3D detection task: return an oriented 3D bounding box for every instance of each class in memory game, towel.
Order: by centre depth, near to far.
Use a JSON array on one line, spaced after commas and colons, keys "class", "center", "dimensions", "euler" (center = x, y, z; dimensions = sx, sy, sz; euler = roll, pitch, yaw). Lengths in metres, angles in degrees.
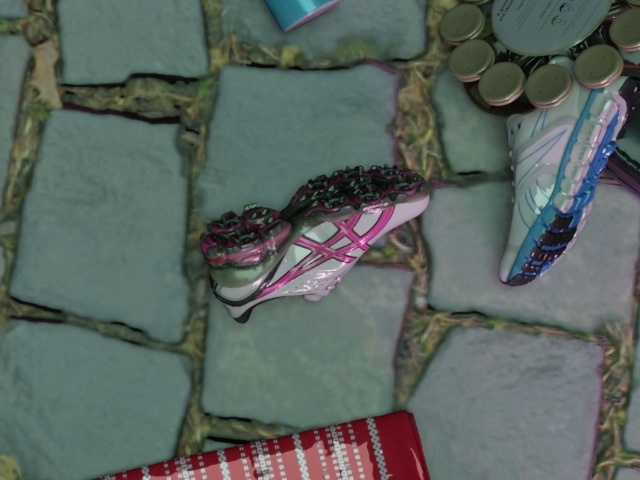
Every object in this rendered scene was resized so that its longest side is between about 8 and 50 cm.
[{"class": "towel", "center": [-0.036, 0.249, 1.483], "dimensions": [0.275, 0.031, 0.198], "euler": [-12, 76, -6]}, {"class": "memory game", "center": [0.178, -0.177, 1.493], "dimensions": [0.186, 0.012, 0.186], "euler": [-14, 54, 20]}]

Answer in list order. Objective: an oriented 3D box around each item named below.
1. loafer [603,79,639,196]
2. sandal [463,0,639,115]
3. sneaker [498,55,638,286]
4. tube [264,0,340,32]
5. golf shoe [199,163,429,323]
[{"class": "loafer", "center": [0.355, -0.052, 1.517], "dimensions": [0.303, 0.095, 0.109], "euler": [23, 86, -4]}, {"class": "sandal", "center": [0.218, -0.159, 1.533], "dimensions": [0.219, 0.060, 0.090], "euler": [-24, 93, 9]}, {"class": "sneaker", "center": [0.173, -0.056, 1.507], "dimensions": [0.083, 0.071, 0.190], "euler": [32, 110, 25]}, {"class": "tube", "center": [-0.058, -0.262, 1.511], "dimensions": [0.052, 0.080, 0.207], "euler": [-30, 91, 34]}, {"class": "golf shoe", "center": [0.000, 0.000, 1.506], "dimensions": [0.186, 0.067, 0.086], "euler": [-21, 121, -10]}]
